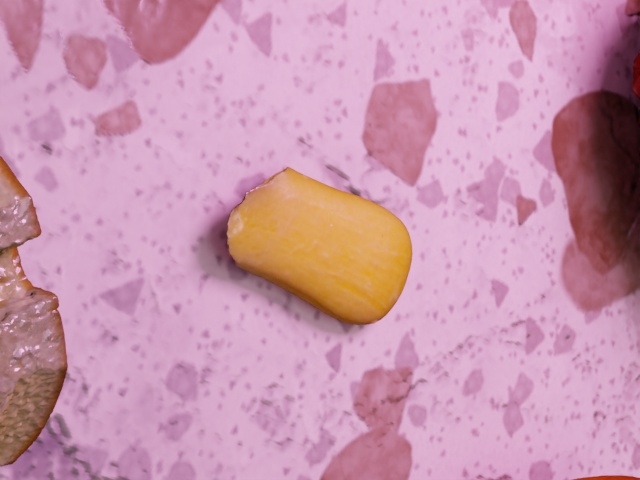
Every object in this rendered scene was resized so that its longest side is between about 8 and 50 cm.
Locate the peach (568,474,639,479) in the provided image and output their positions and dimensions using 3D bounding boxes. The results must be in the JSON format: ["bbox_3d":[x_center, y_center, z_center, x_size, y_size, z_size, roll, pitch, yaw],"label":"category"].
[{"bbox_3d":[0.208,0.320,0.960,0.289,0.289,0.308,46,72,-30],"label":"peach"}]

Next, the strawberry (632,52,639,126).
[{"bbox_3d":[0.391,-0.116,1.104,0.292,0.310,0.291,12,55,-18],"label":"strawberry"}]

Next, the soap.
[{"bbox_3d":[0.000,0.000,0.933,0.168,0.033,0.089,30,73,-35],"label":"soap"}]

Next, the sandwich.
[{"bbox_3d":[-0.203,0.033,0.747,0.090,0.088,0.244,-21,105,-38],"label":"sandwich"}]
